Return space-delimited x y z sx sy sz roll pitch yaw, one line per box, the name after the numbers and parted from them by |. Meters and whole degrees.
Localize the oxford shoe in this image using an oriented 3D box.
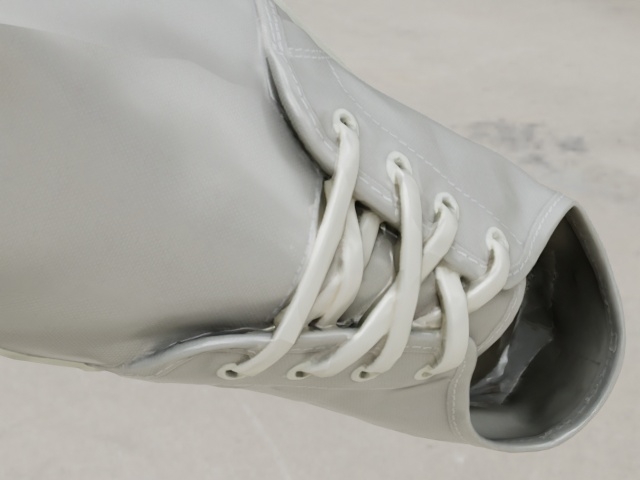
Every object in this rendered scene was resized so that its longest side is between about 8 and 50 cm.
0.000 0.000 0.494 0.130 0.169 0.449 26 2 41 | oxford shoe
